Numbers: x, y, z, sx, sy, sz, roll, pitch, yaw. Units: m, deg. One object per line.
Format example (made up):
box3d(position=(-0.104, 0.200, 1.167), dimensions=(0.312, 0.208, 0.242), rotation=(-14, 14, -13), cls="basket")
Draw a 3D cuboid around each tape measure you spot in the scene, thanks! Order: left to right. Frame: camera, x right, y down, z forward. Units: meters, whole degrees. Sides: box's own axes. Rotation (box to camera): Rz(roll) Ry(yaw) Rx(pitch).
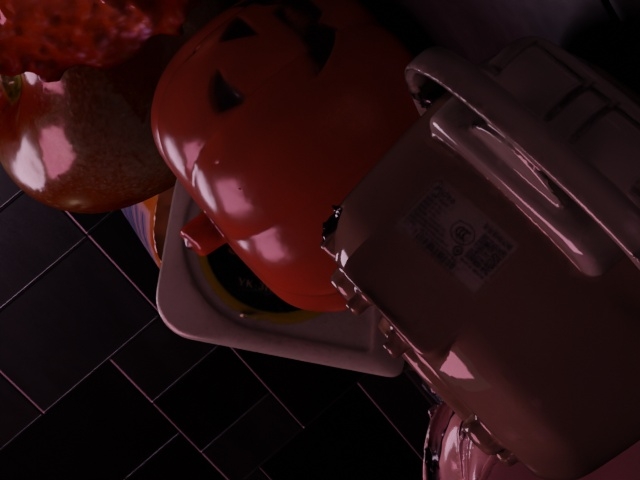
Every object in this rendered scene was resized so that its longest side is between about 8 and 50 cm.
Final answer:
box3d(position=(0.000, 0.000, 0.870), dimensions=(0.235, 0.207, 0.115), rotation=(10, 179, 6), cls="tape measure")

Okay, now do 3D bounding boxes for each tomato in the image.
box3d(position=(-0.183, -0.164, 0.926), dimensions=(0.270, 0.222, 0.270), rotation=(27, 127, 43), cls="tomato")

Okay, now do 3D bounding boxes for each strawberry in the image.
box3d(position=(-0.183, -0.226, 0.669), dimensions=(0.234, 0.234, 0.178), rotation=(54, -165, -49), cls="strawberry")

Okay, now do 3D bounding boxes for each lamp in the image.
box3d(position=(-0.012, -0.047, 0.612), dimensions=(0.187, 0.164, 0.187), rotation=(52, 176, 5), cls="lamp")

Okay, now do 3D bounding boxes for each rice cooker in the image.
box3d(position=(0.083, 0.014, 0.407), dimensions=(0.145, 0.127, 0.206), rotation=(47, -176, 28), cls="rice cooker")

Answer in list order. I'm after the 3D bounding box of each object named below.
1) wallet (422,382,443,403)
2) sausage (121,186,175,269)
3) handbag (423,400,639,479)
box3d(position=(0.266, 0.262, 1.153), dimensions=(0.237, 0.075, 0.342), rotation=(45, 176, -25), cls="wallet")
box3d(position=(-0.127, -0.060, 1.317), dimensions=(0.233, 0.233, 0.287), rotation=(51, 176, -25), cls="sausage")
box3d(position=(0.169, 0.189, 0.746), dimensions=(0.116, 0.179, 0.205), rotation=(-124, 24, -82), cls="handbag")
